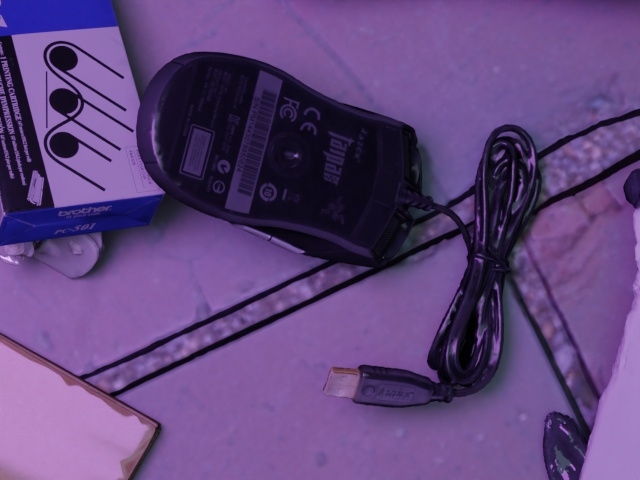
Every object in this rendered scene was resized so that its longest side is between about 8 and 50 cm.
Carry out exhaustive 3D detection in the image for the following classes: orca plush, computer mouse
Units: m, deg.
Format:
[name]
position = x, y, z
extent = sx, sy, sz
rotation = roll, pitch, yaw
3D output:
[orca plush]
position = 0.216, 0.100, 1.143
extent = 0.151, 0.102, 0.287
rotation = -20, 69, 44
[computer mouse]
position = 0.000, 0.000, 1.130
extent = 0.262, 0.060, 0.184
rotation = 12, 82, -23

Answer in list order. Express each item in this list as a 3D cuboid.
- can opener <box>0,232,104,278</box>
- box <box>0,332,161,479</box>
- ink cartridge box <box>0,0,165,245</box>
[can opener]
position = -0.244, -0.066, 1.168
extent = 0.280, 0.074, 0.093
rotation = 27, 52, 2
[box]
position = -0.224, 0.135, 1.165
extent = 0.201, 0.021, 0.164
rotation = 29, 86, 3
[ink cartridge box]
position = -0.167, -0.103, 1.130
extent = 0.097, 0.046, 0.207
rotation = -8, 67, -23
